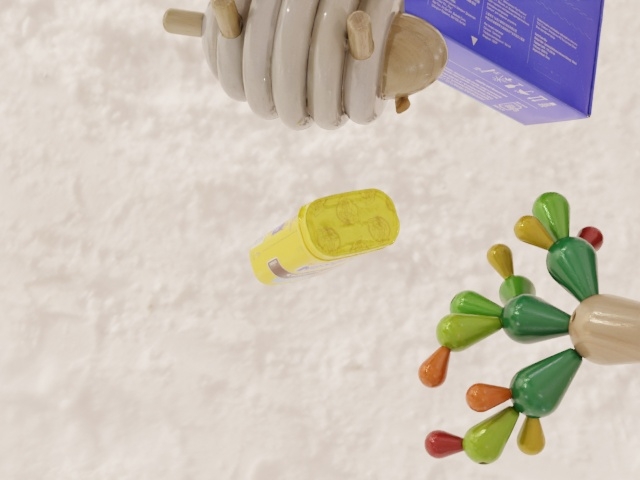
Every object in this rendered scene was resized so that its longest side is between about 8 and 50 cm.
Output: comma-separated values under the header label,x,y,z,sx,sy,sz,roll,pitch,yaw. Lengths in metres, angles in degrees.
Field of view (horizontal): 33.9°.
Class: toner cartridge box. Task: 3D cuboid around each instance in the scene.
label,x,y,z,sx,sy,sz,roll,pitch,yaw
toner cartridge box,0.107,-0.225,0.861,0.348,0.075,0.165,19,75,-42

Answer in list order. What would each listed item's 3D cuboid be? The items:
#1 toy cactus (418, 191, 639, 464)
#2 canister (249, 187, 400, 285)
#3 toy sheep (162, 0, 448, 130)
label,x,y,z,sx,sy,sz,roll,pitch,yaw
toy cactus,0.172,0.069,0.760,0.112,0.181,0.219,49,59,-36
canister,0.000,0.000,1.277,0.126,0.170,0.073,-13,82,-30
toy sheep,-0.008,-0.092,0.468,0.132,0.091,0.091,16,61,13
